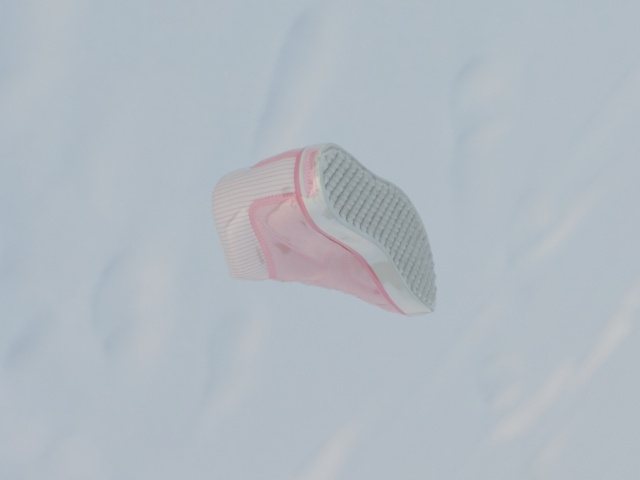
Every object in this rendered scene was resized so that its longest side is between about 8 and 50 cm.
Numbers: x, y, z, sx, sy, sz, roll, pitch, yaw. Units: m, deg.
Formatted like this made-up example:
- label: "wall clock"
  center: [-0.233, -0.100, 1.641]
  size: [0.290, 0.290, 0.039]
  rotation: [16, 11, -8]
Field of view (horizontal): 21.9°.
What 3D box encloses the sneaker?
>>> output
- label: "sneaker"
  center: [0.000, 0.000, 0.730]
  size: [0.070, 0.051, 0.134]
  rotation: [-13, 152, 24]
